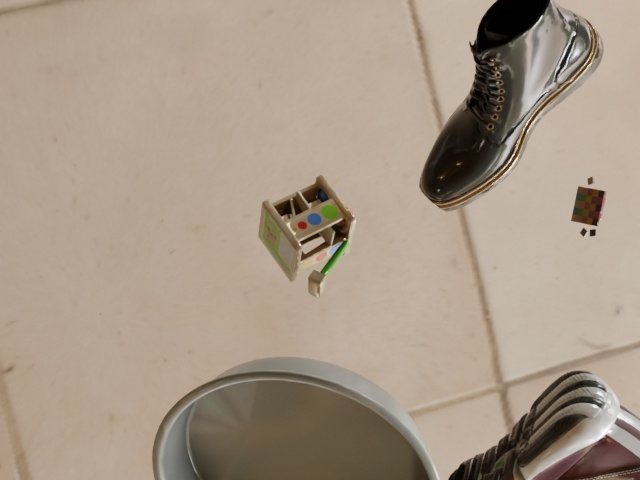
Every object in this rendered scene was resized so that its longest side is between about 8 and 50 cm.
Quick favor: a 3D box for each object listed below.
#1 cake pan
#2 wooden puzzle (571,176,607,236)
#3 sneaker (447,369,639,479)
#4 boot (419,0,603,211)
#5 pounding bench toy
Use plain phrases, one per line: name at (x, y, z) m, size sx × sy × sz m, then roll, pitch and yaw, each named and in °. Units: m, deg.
cake pan at (-0.021, 0.232, 1.128) m, size 0.293 × 0.054 × 0.293 m, roll 6°, pitch 122°, yaw 9°
wooden puzzle at (0.366, -0.046, 1.538) m, size 0.006 × 0.049 × 0.083 m, roll 9°, pitch 95°, yaw -35°
sneaker at (0.196, 0.233, 0.917) m, size 0.162 × 0.281 × 0.106 m, roll 31°, pitch 46°, yaw -3°
boot at (0.130, -0.119, 0.913) m, size 0.077 × 0.137 × 0.198 m, roll 44°, pitch 103°, yaw 28°
pounding bench toy at (0.000, 0.000, 0.910) m, size 0.065 × 0.052 × 0.083 m, roll -26°, pitch 64°, yaw -22°
